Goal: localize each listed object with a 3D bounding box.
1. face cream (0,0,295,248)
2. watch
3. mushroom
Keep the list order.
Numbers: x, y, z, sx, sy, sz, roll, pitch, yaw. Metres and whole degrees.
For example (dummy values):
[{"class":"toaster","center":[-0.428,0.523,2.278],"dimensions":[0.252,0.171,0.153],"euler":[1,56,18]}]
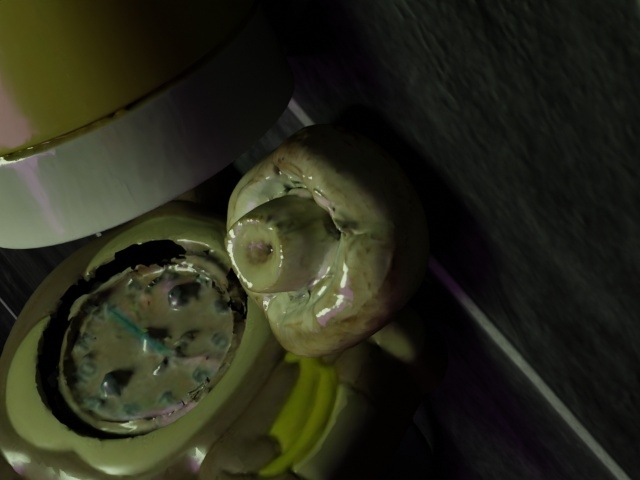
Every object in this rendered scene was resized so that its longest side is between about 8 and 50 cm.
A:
[{"class":"face cream","center":[-0.148,-0.129,0.856],"dimensions":[0.218,0.218,0.179],"euler":[14,136,54]},{"class":"watch","center":[-0.057,0.163,1.096],"dimensions":[0.335,0.314,0.327],"euler":[19,155,33]},{"class":"mushroom","center":[0.000,0.000,0.897],"dimensions":[0.148,0.112,0.148],"euler":[13,110,40]}]
